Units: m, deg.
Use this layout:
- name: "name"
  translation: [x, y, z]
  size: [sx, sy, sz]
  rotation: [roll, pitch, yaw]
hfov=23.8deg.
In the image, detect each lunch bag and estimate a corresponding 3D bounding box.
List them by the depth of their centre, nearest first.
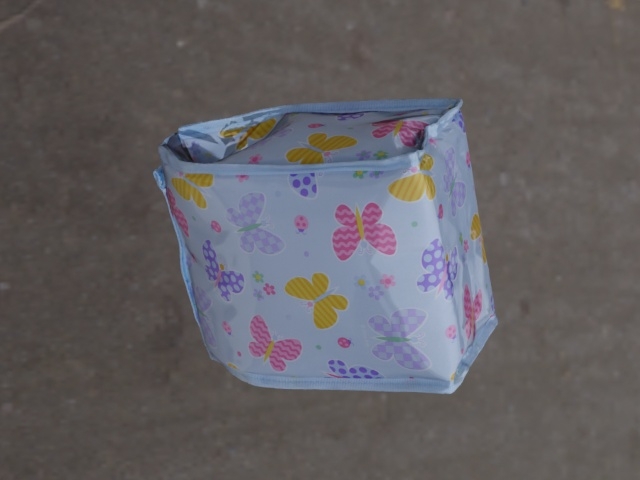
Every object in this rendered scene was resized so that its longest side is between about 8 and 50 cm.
- name: "lunch bag"
  translation: [0.000, 0.000, 0.412]
  size: [0.053, 0.083, 0.071]
  rotation: [-51, 133, -57]
